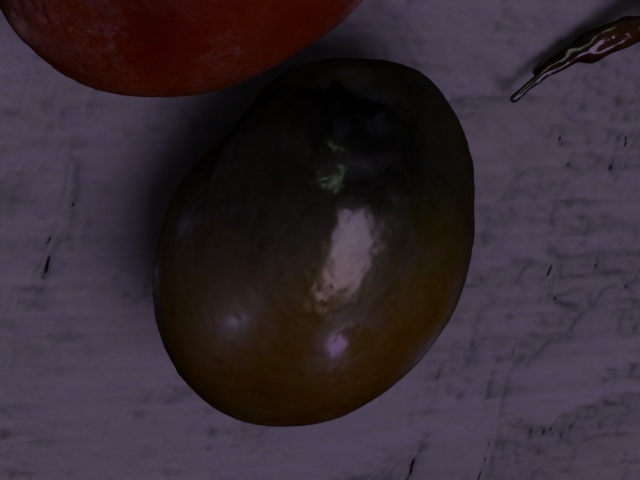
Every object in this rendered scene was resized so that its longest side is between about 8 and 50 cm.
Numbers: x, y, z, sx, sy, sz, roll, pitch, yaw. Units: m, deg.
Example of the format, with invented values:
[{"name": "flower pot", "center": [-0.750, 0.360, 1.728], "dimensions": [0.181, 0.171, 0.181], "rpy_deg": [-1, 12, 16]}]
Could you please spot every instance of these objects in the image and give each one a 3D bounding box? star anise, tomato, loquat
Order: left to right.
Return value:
[{"name": "tomato", "center": [-0.063, -0.178, 0.987], "dimensions": [0.232, 0.188, 0.232], "rpy_deg": [-14, 128, -19]}, {"name": "loquat", "center": [0.000, 0.000, 1.148], "dimensions": [0.179, 0.179, 0.227], "rpy_deg": [20, 114, -34]}, {"name": "star anise", "center": [0.203, -0.147, 1.231], "dimensions": [0.158, 0.144, 0.140], "rpy_deg": [73, 33, -45]}]
